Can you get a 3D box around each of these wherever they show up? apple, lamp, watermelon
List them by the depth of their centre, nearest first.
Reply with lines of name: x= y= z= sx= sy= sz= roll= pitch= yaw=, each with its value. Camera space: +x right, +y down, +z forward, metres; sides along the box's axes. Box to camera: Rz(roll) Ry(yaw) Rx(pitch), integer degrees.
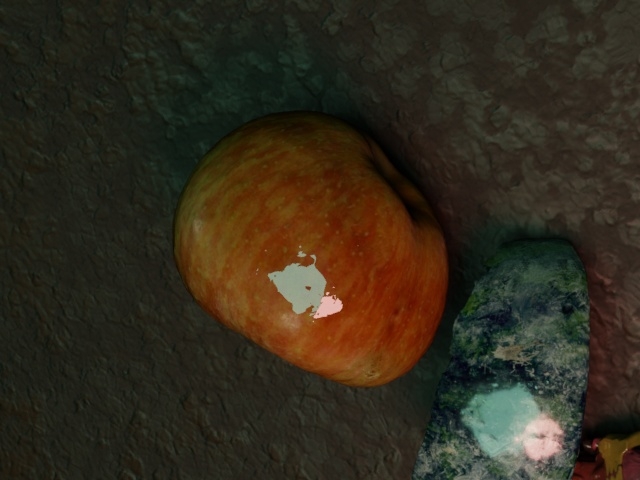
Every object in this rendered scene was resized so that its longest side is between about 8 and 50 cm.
lamp: x=0.355 y=0.253 z=1.572 sx=0.253 sy=0.118 sz=0.118 roll=-13 pitch=92 yaw=20
watermelon: x=0.183 y=0.145 z=1.591 sx=0.148 sy=0.226 sz=0.318 roll=10 pitch=72 yaw=-4
apple: x=0.000 y=0.000 z=1.597 sx=0.309 sy=0.277 sz=0.250 roll=30 pitch=91 yaw=1
